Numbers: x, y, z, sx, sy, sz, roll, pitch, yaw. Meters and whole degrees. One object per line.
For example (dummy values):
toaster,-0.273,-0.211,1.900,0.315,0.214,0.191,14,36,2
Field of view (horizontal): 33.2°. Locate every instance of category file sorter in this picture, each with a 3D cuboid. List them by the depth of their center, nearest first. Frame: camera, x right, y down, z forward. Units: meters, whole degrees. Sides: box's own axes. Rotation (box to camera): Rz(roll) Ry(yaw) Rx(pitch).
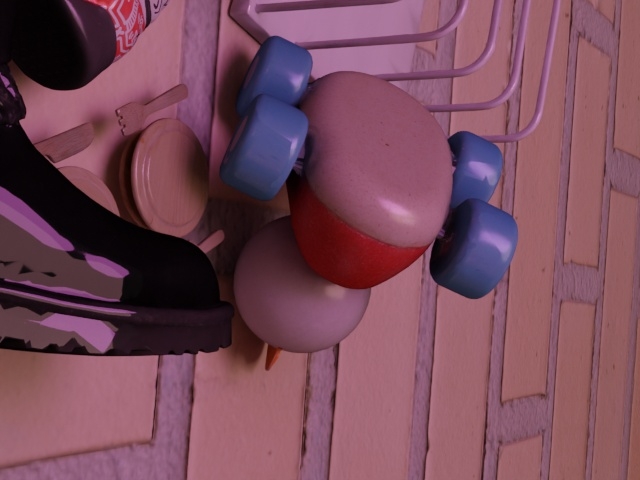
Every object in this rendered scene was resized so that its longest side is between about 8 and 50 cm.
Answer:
file sorter,0.083,-0.222,0.956,0.277,0.173,0.193,35,63,-54

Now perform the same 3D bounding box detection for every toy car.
toy car,0.000,0.000,0.876,0.238,0.219,0.210,-57,-164,30

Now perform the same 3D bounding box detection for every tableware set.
tableware set,-0.143,-0.023,0.731,0.194,0.039,0.128,-38,121,-54

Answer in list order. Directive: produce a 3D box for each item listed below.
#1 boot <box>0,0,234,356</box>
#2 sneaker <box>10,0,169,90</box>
boot,-0.167,-0.077,0.553,0.348,0.131,0.260,17,78,-46
sneaker,-0.162,-0.238,0.634,0.145,0.090,0.270,-56,138,-46
